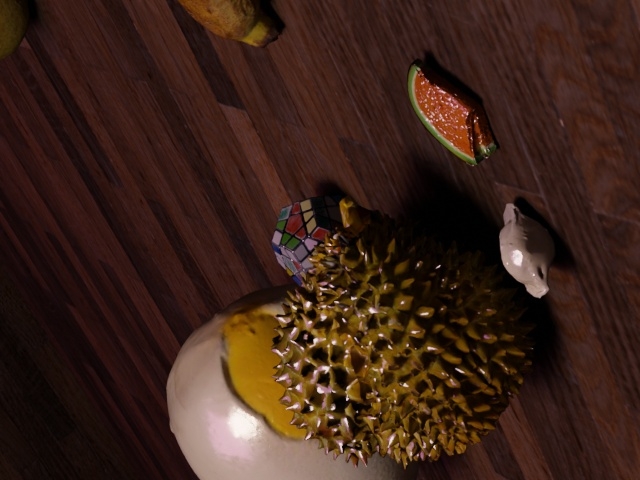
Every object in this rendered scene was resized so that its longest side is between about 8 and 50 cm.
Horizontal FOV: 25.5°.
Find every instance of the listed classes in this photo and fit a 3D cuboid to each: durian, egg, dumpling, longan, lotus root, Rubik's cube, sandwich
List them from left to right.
[{"bbox_3d":[-0.477,-0.329,1.969,0.155,0.145,0.176,13,99,26],"label":"longan"},{"bbox_3d":[-0.104,-0.254,1.369,0.108,0.094,0.190,-99,-14,-48],"label":"lotus root"},{"bbox_3d":[-0.025,0.216,1.717,0.345,0.283,0.283,54,159,-13],"label":"egg"},{"bbox_3d":[0.000,0.000,1.566,0.093,0.111,0.111,12,145,17],"label":"Rubik's cube"},{"bbox_3d":[0.076,0.098,1.386,0.258,0.258,0.293,43,147,22],"label":"durian"},{"bbox_3d":[0.115,-0.111,1.239,0.101,0.026,0.069,42,154,15],"label":"sandwich"},{"bbox_3d":[0.179,0.011,1.263,0.076,0.052,0.057,41,148,-1],"label":"dumpling"}]
